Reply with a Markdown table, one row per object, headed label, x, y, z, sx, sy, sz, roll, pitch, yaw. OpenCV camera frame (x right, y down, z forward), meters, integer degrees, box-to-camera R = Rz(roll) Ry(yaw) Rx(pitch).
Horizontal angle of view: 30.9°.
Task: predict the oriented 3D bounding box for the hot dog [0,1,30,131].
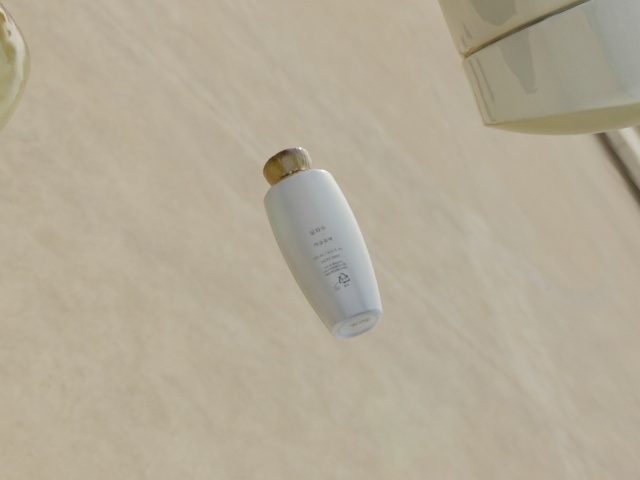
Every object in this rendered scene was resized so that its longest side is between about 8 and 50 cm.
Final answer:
| label | x | y | z | sx | sy | sz | roll | pitch | yaw |
| --- | --- | --- | --- | --- | --- | --- | --- | --- | --- |
| hot dog | -0.336 | -0.189 | 0.712 | 0.405 | 0.185 | 0.223 | 48 | -8 | 46 |

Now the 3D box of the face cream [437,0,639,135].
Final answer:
| label | x | y | z | sx | sy | sz | roll | pitch | yaw |
| --- | --- | --- | --- | --- | --- | --- | --- | --- | --- |
| face cream | 0.147 | -0.237 | 0.825 | 0.081 | 0.174 | 0.348 | -14 | 86 | -60 |

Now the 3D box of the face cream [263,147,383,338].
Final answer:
| label | x | y | z | sx | sy | sz | roll | pitch | yaw |
| --- | --- | --- | --- | --- | --- | --- | --- | --- | --- |
| face cream | 0.000 | 0.000 | 1.013 | 0.051 | 0.072 | 0.182 | 76 | -9 | -60 |
